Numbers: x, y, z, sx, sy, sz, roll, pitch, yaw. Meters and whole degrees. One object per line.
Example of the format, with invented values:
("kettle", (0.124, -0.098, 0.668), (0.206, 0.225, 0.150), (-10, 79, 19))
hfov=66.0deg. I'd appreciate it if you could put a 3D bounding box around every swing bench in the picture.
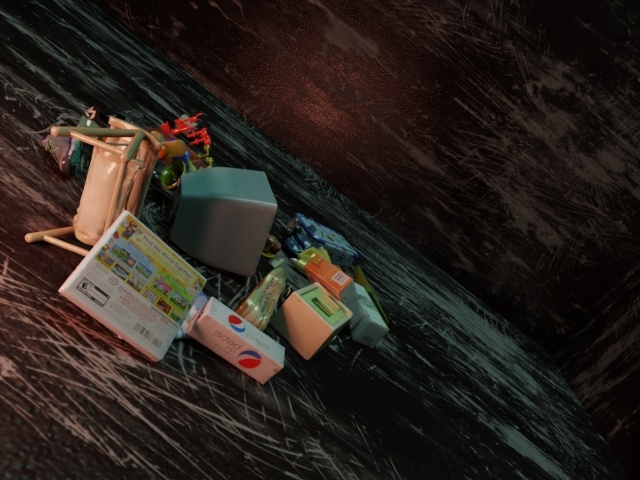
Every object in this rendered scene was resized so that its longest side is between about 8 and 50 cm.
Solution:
("swing bench", (-0.465, -0.114, 1.072), (0.165, 0.253, 0.254), (22, 18, -2))

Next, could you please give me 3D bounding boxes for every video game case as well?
("video game case", (-0.349, 0.087, 0.958), (0.227, 0.026, 0.206), (47, 43, -26))

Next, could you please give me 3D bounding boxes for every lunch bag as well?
("lunch bag", (0.000, 0.000, 2.067), (0.303, 0.115, 0.243), (27, 17, -37))

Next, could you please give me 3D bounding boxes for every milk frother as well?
("milk frother", (-0.573, -0.500, 2.262), (0.135, 0.129, 0.143), (40, -27, 5))

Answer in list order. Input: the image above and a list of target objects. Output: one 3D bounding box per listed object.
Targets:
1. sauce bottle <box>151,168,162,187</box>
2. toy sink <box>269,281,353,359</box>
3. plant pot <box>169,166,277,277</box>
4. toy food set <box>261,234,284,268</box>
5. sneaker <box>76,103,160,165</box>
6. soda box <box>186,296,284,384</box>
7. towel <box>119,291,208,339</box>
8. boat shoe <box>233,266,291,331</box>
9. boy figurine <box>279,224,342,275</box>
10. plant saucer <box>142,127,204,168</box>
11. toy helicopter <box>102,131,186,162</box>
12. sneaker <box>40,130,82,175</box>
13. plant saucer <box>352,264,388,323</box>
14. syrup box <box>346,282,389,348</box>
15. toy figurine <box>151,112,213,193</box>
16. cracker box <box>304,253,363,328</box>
("sauce bottle", (-0.558, -0.223, 1.607), (0.128, 0.042, 0.042), (45, 17, 5))
("toy sink", (-0.011, 0.217, 1.412), (0.153, 0.131, 0.234), (43, 16, 14))
("plant pot", (-0.298, -0.073, 1.426), (0.253, 0.247, 0.247), (11, 27, -22))
("toy food set", (-0.197, -0.006, 1.728), (0.218, 0.071, 0.128), (41, 17, 10))
("sneaker", (-0.632, -0.340, 1.618), (0.302, 0.121, 0.108), (19, 24, -50))
("soda box", (-0.182, 0.223, 1.089), (0.216, 0.074, 0.069), (40, 19, -18))
("towel", (-0.351, 0.135, 1.087), (0.285, 0.034, 0.209), (15, 29, -54))
("boat shoe", (-0.149, 0.161, 1.350), (0.089, 0.104, 0.285), (42, 26, -2))
("boy figurine", (-0.035, 0.068, 1.815), (0.177, 0.092, 0.285), (-15, 50, -42))
("plant saucer", (-0.581, -0.351, 1.894), (0.259, 0.047, 0.258), (38, 16, -2))
("toy helicopter", (-0.518, -0.201, 1.358), (0.355, 0.235, 0.140), (-83, 154, -52))
("sneaker", (-0.700, -0.237, 1.320), (0.098, 0.083, 0.223), (4, 27, -22))
("plant saucer", (0.184, 0.214, 1.895), (0.188, 0.045, 0.188), (60, 4, -29))
("syrup box", (0.131, 0.247, 1.696), (0.093, 0.096, 0.236), (29, 18, -34))
("toy figurine", (-0.431, -0.238, 1.671), (0.217, 0.191, 0.362), (74, -7, -47))
("cracker box", (0.044, 0.162, 1.544), (0.156, 0.067, 0.232), (35, -23, 32))
